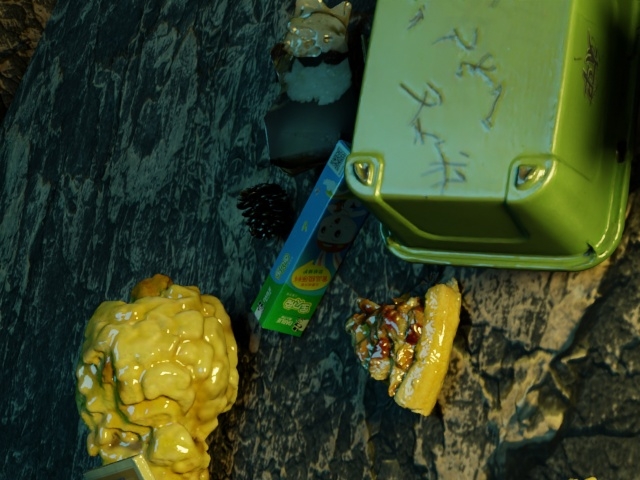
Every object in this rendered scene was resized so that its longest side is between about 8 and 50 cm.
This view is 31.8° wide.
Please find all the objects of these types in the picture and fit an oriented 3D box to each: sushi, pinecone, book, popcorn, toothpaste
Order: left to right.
[{"bbox_3d":[-0.244,0.217,1.614,0.265,0.225,0.332,-22,68,48],"label":"popcorn"},{"bbox_3d":[-0.228,0.409,1.523,0.170,0.018,0.241,-28,91,50],"label":"book"},{"bbox_3d":[-0.080,-0.042,1.606,0.077,0.077,0.083,-45,51,40],"label":"pinecone"},{"bbox_3d":[-0.017,-0.220,1.561,0.109,0.134,0.272,97,168,-72],"label":"sushi"},{"bbox_3d":[0.000,0.000,1.458,0.266,0.065,0.050,-62,34,18],"label":"toothpaste"}]

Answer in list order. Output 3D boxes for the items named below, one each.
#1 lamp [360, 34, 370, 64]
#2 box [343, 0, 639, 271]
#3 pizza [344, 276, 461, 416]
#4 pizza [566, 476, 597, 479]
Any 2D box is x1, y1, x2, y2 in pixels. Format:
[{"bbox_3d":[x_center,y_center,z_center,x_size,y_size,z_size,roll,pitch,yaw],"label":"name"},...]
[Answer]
[{"bbox_3d":[0.175,-0.292,1.291,0.325,0.090,0.089,-45,41,42],"label":"lamp"},{"bbox_3d":[0.160,-0.149,1.075,0.253,0.178,0.328,1,73,31],"label":"box"},{"bbox_3d":[0.078,0.107,1.261,0.194,0.069,0.154,4,79,58],"label":"pizza"},{"bbox_3d":[0.291,0.256,0.767,0.226,0.086,0.335,-50,41,11],"label":"pizza"}]
